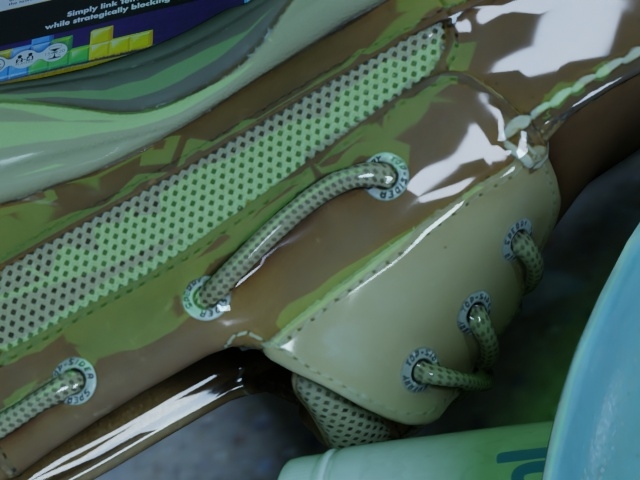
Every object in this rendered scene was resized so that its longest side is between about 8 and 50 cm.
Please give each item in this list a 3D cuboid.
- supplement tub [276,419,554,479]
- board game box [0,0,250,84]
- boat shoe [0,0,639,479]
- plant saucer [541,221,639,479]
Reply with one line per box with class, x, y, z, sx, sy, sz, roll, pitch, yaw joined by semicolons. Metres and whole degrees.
supplement tub;0.048;0.077;0.453;0.107;0.071;0.071;-9;46;12
board game box;-0.037;-0.095;0.659;0.170;0.048;0.141;-11;44;10
boat shoe;0.000;0.000;0.526;0.324;0.122;0.120;-22;76;1
plant saucer;0.197;0.077;0.363;0.317;0.044;0.318;-2;63;4
